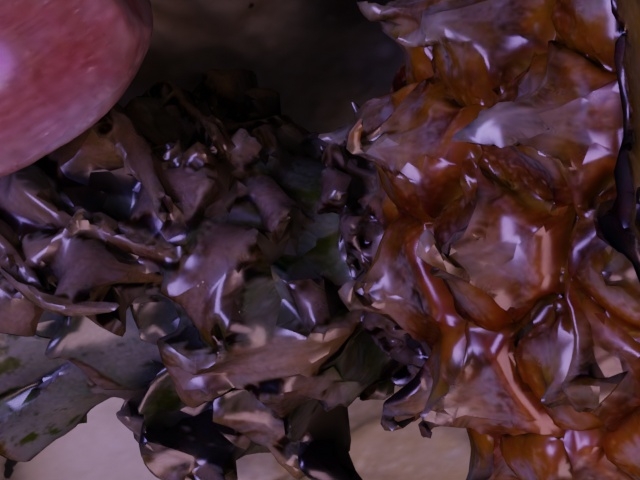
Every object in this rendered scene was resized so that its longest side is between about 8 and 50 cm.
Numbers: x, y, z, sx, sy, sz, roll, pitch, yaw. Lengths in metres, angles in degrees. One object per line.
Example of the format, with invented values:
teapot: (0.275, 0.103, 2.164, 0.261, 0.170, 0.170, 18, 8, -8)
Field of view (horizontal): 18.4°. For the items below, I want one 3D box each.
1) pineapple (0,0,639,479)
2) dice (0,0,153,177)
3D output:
pineapple: (0.000, 0.000, 0.644, 0.272, 0.262, 0.262, -10, 143, 21)
dice: (-0.108, -0.078, 0.569, 0.094, 0.091, 0.093, -30, 138, 6)
